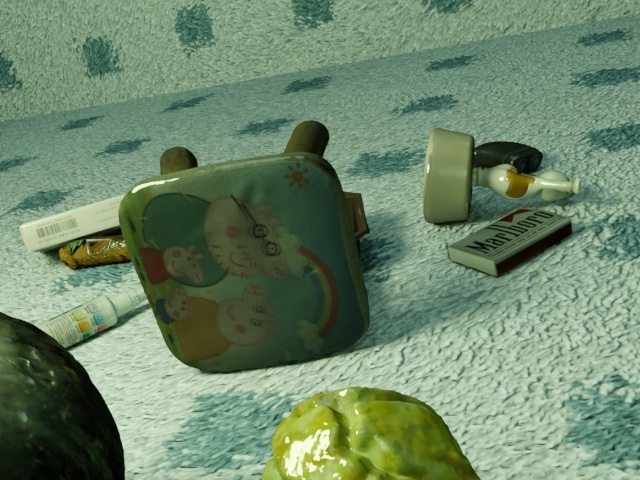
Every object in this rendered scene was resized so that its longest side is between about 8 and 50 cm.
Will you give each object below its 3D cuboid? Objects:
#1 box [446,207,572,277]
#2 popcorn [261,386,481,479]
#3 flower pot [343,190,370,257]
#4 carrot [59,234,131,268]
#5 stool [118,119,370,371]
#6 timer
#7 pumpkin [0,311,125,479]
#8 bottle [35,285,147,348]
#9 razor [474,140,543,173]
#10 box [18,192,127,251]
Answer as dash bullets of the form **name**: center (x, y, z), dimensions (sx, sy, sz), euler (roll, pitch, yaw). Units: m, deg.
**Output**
- **box**: center (0.310, -0.001, 1.324), dimensions (0.178, 0.035, 0.115), euler (-26, 24, -26)
- **popcorn**: center (0.051, 0.227, 0.704), dimensions (0.184, 0.204, 0.221), euler (-44, 48, -6)
- **flower pot**: center (0.000, 0.000, 1.440), dimensions (0.179, 0.084, 0.251), euler (-12, 23, 3)
- **carrot**: center (-0.432, 0.020, 1.677), dimensions (0.229, 0.069, 0.069), euler (-6, 23, 16)
- **stool**: center (-0.094, 0.000, 1.182), dimensions (0.310, 0.310, 0.226), euler (-8, 25, 9)
- **timer**: center (0.326, -0.108, 1.448), dimensions (0.266, 0.175, 0.175), euler (5, 26, 13)
- **pumpkin**: center (-0.404, 0.251, 0.730), dimensions (0.455, 0.343, 0.454), euler (1, 31, -1)
- **bottle**: center (-0.387, 0.131, 1.383), dimensions (0.217, 0.060, 0.060), euler (-26, 25, -27)
- **razor**: center (0.382, -0.173, 1.671), dimensions (0.090, 0.054, 0.148), euler (-19, 23, -23)
- **box**: center (-0.472, -0.053, 1.788), dimensions (0.344, 0.065, 0.200), euler (-18, 3, -11)
